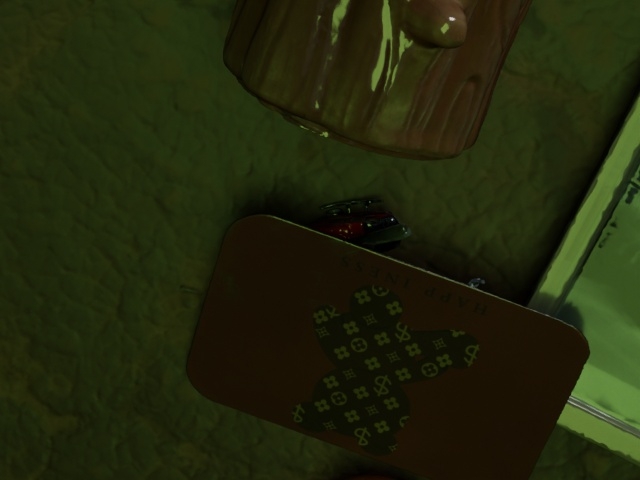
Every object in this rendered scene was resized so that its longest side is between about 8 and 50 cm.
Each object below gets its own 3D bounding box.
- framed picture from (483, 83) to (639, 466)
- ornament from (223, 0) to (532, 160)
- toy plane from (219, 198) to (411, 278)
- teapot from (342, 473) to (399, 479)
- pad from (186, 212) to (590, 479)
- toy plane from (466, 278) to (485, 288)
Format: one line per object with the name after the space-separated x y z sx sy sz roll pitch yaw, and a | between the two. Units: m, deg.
0.383 0.064 1.070 0.446 0.028 0.326 26 102 1 | framed picture
0.054 -0.182 0.965 0.235 0.221 0.218 34 113 33 | ornament
0.000 0.000 1.079 0.145 0.060 0.037 -7 106 18 | toy plane
0.043 0.232 1.118 0.173 0.116 0.116 -14 105 4 | teapot
0.043 0.087 1.090 0.267 0.004 0.181 20 125 1 | pad
0.095 0.063 1.110 0.083 0.031 0.079 3 114 -3 | toy plane
